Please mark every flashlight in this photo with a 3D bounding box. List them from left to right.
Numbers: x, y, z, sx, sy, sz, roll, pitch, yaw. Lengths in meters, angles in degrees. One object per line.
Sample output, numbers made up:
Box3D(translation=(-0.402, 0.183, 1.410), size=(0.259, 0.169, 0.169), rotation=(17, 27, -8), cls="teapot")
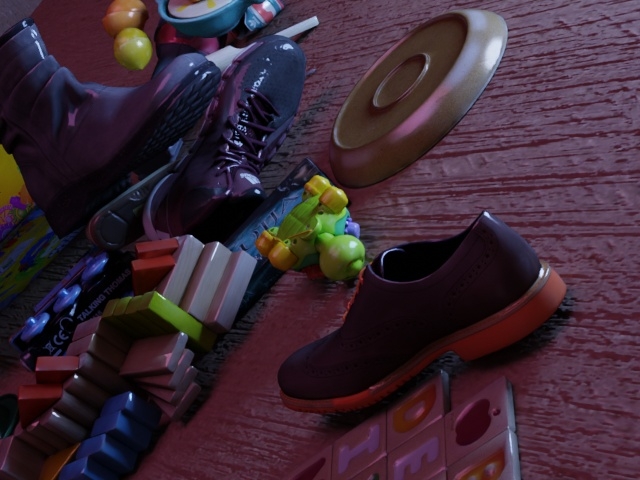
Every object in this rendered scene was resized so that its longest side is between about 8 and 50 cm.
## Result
Box3D(translation=(-0.205, -0.205, 2.121), size=(0.103, 0.103, 0.304), rotation=(-26, 35, 33), cls="flashlight")

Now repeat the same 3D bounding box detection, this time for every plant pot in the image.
Box3D(translation=(0.089, -0.153, 1.573), size=(0.236, 0.032, 0.236), rotation=(-39, 25, 21), cls="plant pot")

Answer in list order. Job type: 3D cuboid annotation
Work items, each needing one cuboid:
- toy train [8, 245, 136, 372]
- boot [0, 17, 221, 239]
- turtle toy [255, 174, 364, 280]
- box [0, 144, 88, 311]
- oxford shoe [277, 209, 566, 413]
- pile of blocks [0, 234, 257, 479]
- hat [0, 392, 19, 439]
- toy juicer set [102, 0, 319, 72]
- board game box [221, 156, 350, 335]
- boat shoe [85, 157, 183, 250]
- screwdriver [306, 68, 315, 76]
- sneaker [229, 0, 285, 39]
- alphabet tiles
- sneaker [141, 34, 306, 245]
Box3D(translation=(-0.281, 0.078, 1.802), size=(0.184, 0.080, 0.105), rotation=(-46, 18, -5), cls="toy train")
Box3D(translation=(-0.274, -0.163, 1.725), size=(0.338, 0.222, 0.118), rotation=(-38, -2, 38), cls="boot")
Box3D(translation=(0.000, 0.000, 1.433), size=(0.095, 0.066, 0.130), rotation=(-48, 23, -1), cls="turtle toy")
Box3D(translation=(-0.443, -0.040, 2.024), size=(0.290, 0.177, 0.279), rotation=(-44, -7, 9), cls="box")
Box3D(translation=(0.056, 0.053, 1.186), size=(0.271, 0.098, 0.097), rotation=(-28, 17, 35), cls="oxford shoe")
Box3D(translation=(-0.211, 0.136, 1.493), size=(0.362, 0.113, 0.149), rotation=(-56, 30, -5), cls="pile of blocks")
Box3D(translation=(-0.472, 0.193, 1.815), size=(0.208, 0.183, 0.173), rotation=(-47, 22, 2), cls="hat")
Box3D(translation=(-0.179, -0.303, 2.060), size=(0.209, 0.089, 0.329), rotation=(-37, 39, -18), cls="toy juicer set")
Box3D(translation=(-0.056, 0.003, 1.584), size=(0.186, 0.026, 0.126), rotation=(-46, 23, 3), cls="board game box")
Box3D(translation=(-0.191, -0.051, 1.801), size=(0.190, 0.068, 0.072), rotation=(-25, 12, -20), cls="boat shoe")
Box3D(translation=(-0.070, -0.169, 1.914), size=(0.170, 0.024, 0.025), rotation=(-24, 61, 33), cls="screwdriver")
Box3D(translation=(-0.114, -0.322, 2.187), size=(0.075, 0.057, 0.161), rotation=(-48, 24, -15), cls="sneaker")
Box3D(translation=(0.007, 0.238, 1.099), size=(0.342, 0.011, 0.285), rotation=(-37, 24, 24), cls="alphabet tiles")
Box3D(translation=(-0.077, -0.093, 1.708), size=(0.281, 0.106, 0.162), rotation=(-59, 28, -2), cls="sneaker")
